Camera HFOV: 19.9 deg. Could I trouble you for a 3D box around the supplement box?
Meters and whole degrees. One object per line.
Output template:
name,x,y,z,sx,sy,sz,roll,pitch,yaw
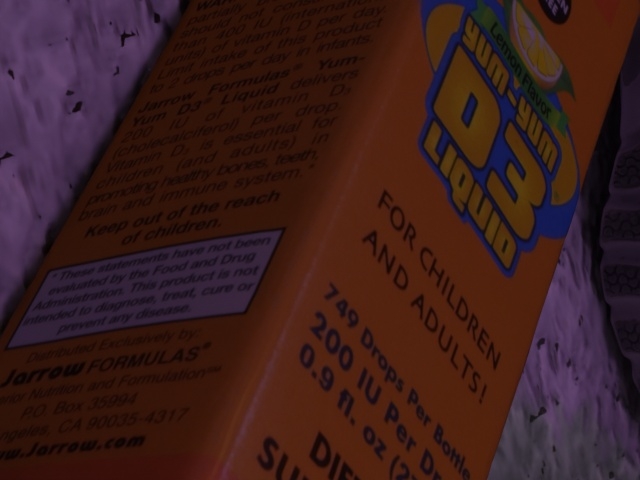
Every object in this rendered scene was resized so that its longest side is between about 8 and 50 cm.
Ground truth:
supplement box,0.000,0.000,0.396,0.078,0.080,0.233,53,41,-32

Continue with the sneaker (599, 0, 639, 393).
sneaker,0.153,-0.047,0.585,0.115,0.105,0.281,3,77,-52
